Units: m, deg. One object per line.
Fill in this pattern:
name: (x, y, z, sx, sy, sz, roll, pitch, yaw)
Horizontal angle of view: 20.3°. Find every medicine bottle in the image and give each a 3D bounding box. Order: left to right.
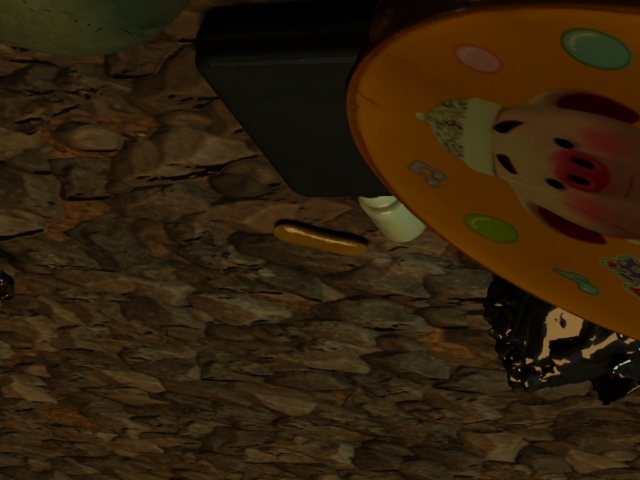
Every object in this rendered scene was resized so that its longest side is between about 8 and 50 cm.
medicine bottle: (0.058, -0.035, 1.487, 0.047, 0.047, 0.083, -1, 154, 22)

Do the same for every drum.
drum: (0.237, -0.096, 0.964, 0.431, 0.214, 0.431, 20, 159, 8)

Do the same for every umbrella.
umbrella: (0.300, 0.033, 1.491, 0.337, 0.154, 0.128, -25, -178, 26)

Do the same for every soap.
soap: (0.000, 0.000, 1.632, 0.089, 0.012, 0.034, 13, 156, -10)

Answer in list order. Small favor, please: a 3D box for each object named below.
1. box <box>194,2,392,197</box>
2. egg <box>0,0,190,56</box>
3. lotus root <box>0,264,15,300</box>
box: (0.014, -0.100, 1.348, 0.160, 0.050, 0.230, 0, 155, 21)
egg: (-0.167, -0.201, 1.024, 0.169, 0.169, 0.236, -13, 150, 41)
lotus root: (-0.377, 0.030, 1.771, 0.152, 0.063, 0.072, 21, 117, -19)
